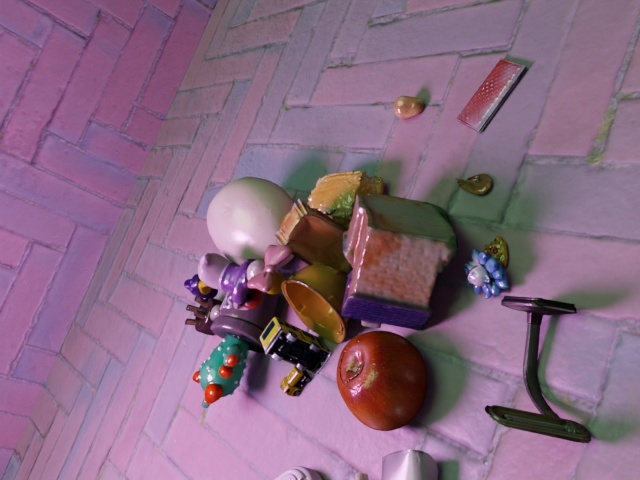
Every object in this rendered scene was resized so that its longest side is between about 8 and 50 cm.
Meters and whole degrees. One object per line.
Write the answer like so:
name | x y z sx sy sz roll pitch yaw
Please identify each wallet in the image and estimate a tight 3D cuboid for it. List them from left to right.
wallet | 0.441 -0.378 1.603 0.196 0.020 0.103 -56 38 9

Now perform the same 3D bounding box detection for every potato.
potato | 0.256 -0.388 1.796 0.083 0.068 0.062 4 31 36

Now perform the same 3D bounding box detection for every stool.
stool | -0.373 0.252 2.099 0.217 0.121 0.125 -10 59 53

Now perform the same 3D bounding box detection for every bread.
bread | 0.000 0.000 1.702 0.136 0.241 0.107 -55 33 9
bread | 0.068 -0.119 1.801 0.245 0.121 0.174 -4 56 54

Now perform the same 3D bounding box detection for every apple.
apple | 0.131 0.311 1.411 0.210 0.173 0.235 -59 36 4

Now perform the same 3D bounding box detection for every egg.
egg | -0.197 -0.045 1.943 0.283 0.283 0.345 -55 48 9

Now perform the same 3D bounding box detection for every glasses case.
glasses case | 0.171 0.592 1.266 0.128 0.083 0.308 -19 54 50

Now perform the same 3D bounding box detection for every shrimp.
shrimp | 0.381 -0.145 1.527 0.059 0.023 0.108 -51 37 -1

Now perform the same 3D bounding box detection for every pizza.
pizza | 0.387 0.033 1.403 0.078 0.025 0.083 -30 48 32

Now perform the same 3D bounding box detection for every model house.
model house | 0.171 0.062 1.506 0.312 0.245 0.280 -87 7 -68

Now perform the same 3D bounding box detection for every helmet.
helmet | 0.018 0.142 1.636 0.205 0.257 0.140 25 63 30

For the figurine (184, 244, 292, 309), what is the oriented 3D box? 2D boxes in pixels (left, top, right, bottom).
figurine | -0.229 0.093 1.727 0.421 0.193 0.154 2 55 41

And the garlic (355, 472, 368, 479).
garlic | 0.061 0.604 1.341 0.127 0.131 0.194 -4 74 46

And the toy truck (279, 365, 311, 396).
toy truck | -0.073 0.388 1.704 0.083 0.054 0.049 -53 38 14

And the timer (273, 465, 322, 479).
timer | -0.075 0.693 1.488 0.237 0.087 0.262 -46 40 20

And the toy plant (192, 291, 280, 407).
toy plant | -0.259 0.312 1.856 0.279 0.185 0.400 -6 56 44

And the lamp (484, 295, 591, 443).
lamp | 0.380 0.227 1.157 0.124 0.203 0.283 142 137 -58

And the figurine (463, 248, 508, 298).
figurine | 0.366 0.079 1.355 0.114 0.079 0.114 27 123 51

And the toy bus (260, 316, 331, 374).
toy bus | -0.068 0.283 1.670 0.088 0.175 0.101 -56 30 8
